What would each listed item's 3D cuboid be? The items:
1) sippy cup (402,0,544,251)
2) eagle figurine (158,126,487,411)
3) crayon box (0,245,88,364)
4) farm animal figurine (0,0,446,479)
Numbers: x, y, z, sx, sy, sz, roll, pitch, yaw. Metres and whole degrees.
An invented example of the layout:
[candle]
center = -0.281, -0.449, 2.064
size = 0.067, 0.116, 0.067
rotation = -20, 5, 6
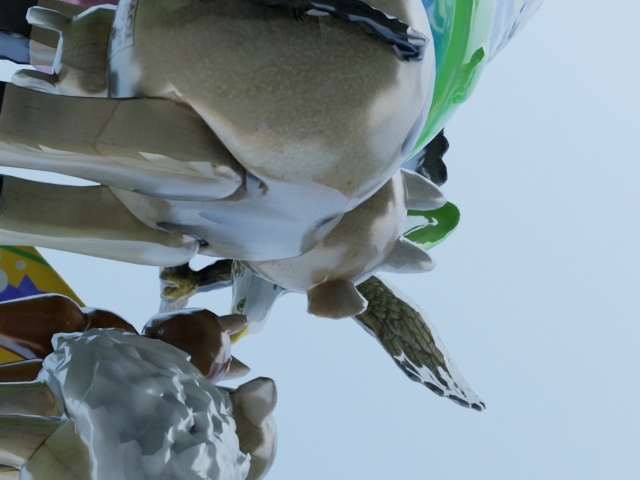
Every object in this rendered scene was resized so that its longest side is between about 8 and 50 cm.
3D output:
[sippy cup]
center = 0.020, -0.161, 0.953
size = 0.240, 0.305, 0.224
rotation = 35, -149, 14
[eagle figurine]
center = -0.003, 0.009, 1.360
size = 0.298, 0.226, 0.225
rotation = 0, -110, 27
[crayon box]
center = -0.238, 0.100, 1.174
size = 0.203, 0.083, 0.323
rotation = -42, -90, -9
[farm animal figurine]
center = -0.029, -0.055, 0.620
size = 0.172, 0.327, 0.330
rotation = 8, -88, -7
